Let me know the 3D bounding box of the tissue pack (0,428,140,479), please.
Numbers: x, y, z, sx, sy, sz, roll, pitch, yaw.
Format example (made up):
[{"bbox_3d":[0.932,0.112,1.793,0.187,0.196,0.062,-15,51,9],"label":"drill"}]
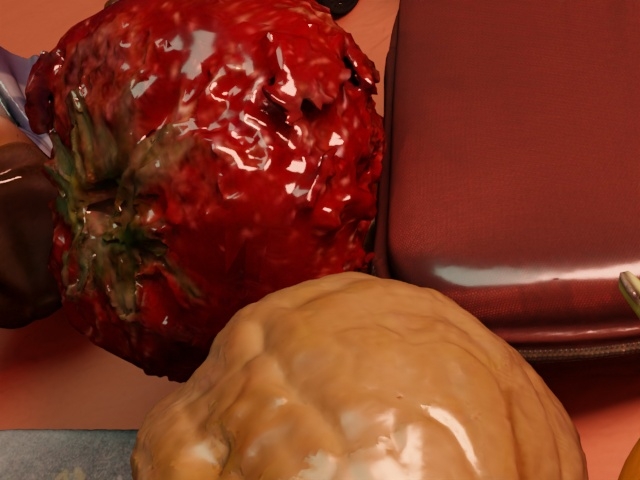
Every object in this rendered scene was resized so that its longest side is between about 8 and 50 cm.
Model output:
[{"bbox_3d":[-0.156,0.222,1.311,0.257,0.081,0.185,-4,48,32],"label":"tissue pack"}]

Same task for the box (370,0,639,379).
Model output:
[{"bbox_3d":[0.168,-0.072,1.321,0.263,0.108,0.404,-3,46,11],"label":"box"}]

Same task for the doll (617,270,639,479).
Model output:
[{"bbox_3d":[0.232,0.143,0.983,0.213,0.236,0.213,-25,38,22],"label":"doll"}]

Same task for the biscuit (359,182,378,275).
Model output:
[{"bbox_3d":[0.000,0.000,1.414,0.220,0.066,0.220,-11,46,11],"label":"biscuit"}]

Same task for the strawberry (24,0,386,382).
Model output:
[{"bbox_3d":[-0.055,-0.049,1.275,0.274,0.274,0.220,10,15,42],"label":"strawberry"}]

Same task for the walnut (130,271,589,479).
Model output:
[{"bbox_3d":[0.019,0.170,1.096,0.252,0.277,0.313,-12,28,-21],"label":"walnut"}]

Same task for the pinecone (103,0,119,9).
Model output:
[{"bbox_3d":[-0.097,-0.149,1.576,0.179,0.195,0.150,-54,1,10],"label":"pinecone"}]

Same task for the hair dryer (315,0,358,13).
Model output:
[{"bbox_3d":[-0.060,-0.244,1.641,0.100,0.197,0.057,9,85,41],"label":"hair dryer"}]

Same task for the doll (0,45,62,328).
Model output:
[{"bbox_3d":[-0.284,-0.070,1.585,0.318,0.209,0.340,-4,34,-14],"label":"doll"}]
